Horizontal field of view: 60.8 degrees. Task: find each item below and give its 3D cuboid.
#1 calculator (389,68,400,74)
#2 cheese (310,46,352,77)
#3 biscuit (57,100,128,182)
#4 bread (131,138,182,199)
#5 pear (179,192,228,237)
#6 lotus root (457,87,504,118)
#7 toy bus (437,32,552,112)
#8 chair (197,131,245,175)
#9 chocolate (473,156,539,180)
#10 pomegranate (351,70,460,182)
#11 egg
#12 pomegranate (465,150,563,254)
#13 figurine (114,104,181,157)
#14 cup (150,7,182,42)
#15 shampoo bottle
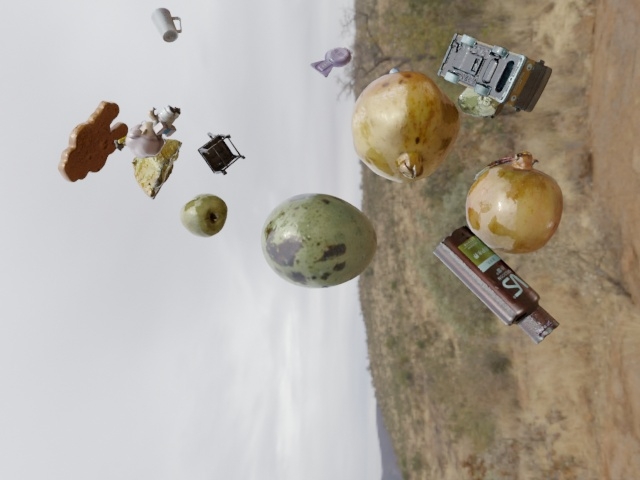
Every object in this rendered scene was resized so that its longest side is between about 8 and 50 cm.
[{"bbox_3d":[0.332,-0.579,2.104,0.210,0.039,0.121,61,-173,33],"label":"calculator"},{"bbox_3d":[0.052,-0.727,2.201,0.191,0.105,0.042,-38,-21,-25],"label":"cheese"},{"bbox_3d":[-0.826,-0.351,1.978,0.202,0.047,0.333,81,-149,-55],"label":"biscuit"},{"bbox_3d":[-0.598,-0.271,1.942,0.174,0.133,0.251,-55,16,33],"label":"bread"},{"bbox_3d":[-0.417,-0.092,1.968,0.167,0.137,0.167,-11,-73,-38],"label":"pear"},{"bbox_3d":[0.535,-0.468,1.790,0.070,0.143,0.144,21,-159,-46],"label":"lotus root"},{"bbox_3d":[0.476,-0.459,1.497,0.275,0.167,0.138,48,123,50],"label":"toy bus"},{"bbox_3d":[-0.368,-0.309,1.920,0.229,0.113,0.106,17,145,56],"label":"chair"},{"bbox_3d":[0.663,-0.195,1.907,0.147,0.221,0.221,61,-162,-22],"label":"chocolate"},{"bbox_3d":[0.286,-0.367,1.863,0.410,0.410,0.409,0,-90,-83],"label":"pomegranate"},{"bbox_3d":[0.000,0.000,1.956,0.345,0.428,0.344,178,90,-71],"label":"egg"},{"bbox_3d":[0.522,-0.104,1.469,0.252,0.229,0.270,-103,21,-63],"label":"pomegranate"},{"bbox_3d":[-0.509,-0.322,1.649,0.112,0.229,0.137,53,-161,4],"label":"figurine"},{"bbox_3d":[-0.558,-0.795,2.014,0.116,0.104,0.074,61,148,20],"label":"cup"},{"bbox_3d":[0.427,0.107,1.321,0.323,0.129,0.084,48,142,21],"label":"shampoo bottle"}]
